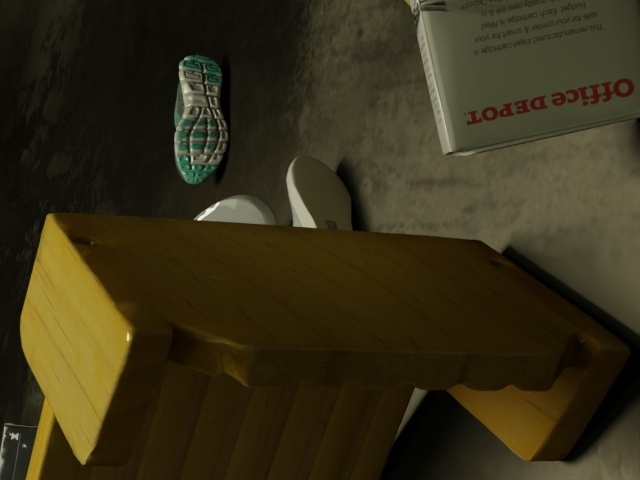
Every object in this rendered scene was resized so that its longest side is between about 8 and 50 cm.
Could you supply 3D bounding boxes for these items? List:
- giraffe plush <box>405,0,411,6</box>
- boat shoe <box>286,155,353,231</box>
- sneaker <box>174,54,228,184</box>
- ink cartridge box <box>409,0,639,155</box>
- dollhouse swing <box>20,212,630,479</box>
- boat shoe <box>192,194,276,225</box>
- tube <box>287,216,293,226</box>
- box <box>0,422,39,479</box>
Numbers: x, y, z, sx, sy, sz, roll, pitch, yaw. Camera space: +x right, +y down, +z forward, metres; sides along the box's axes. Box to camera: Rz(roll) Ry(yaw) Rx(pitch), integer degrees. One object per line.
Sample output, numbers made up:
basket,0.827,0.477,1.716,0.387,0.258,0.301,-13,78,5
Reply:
giraffe plush,0.138,-0.243,1.163,0.170,0.210,0.181,-41,29,3
boat shoe,0.000,0.000,1.405,0.063,0.066,0.184,-54,44,35
sneaker,-0.144,-0.132,1.758,0.076,0.065,0.167,117,159,-59
ink cartridge box,0.136,-0.169,1.029,0.086,0.148,0.203,-110,9,-88
dollhouse swing,-0.030,0.156,1.077,0.315,0.346,0.305,-138,56,-60
boat shoe,-0.105,0.053,1.547,0.088,0.096,0.268,-40,-22,-55
tube,-0.025,0.053,1.437,0.080,0.052,0.207,-59,21,24
box,-0.252,0.334,1.569,0.103,0.184,0.261,70,-154,-73
